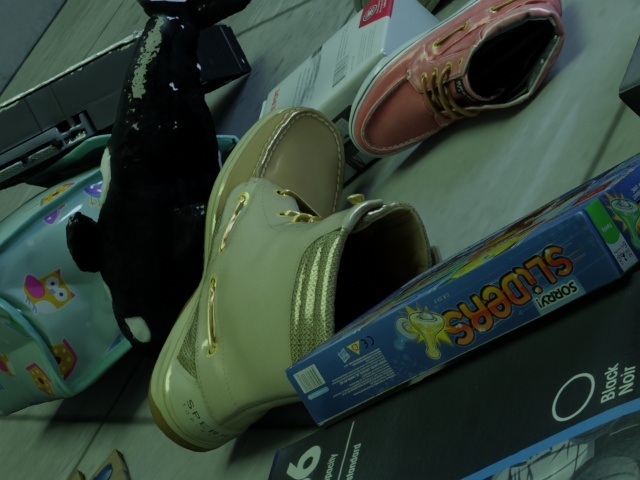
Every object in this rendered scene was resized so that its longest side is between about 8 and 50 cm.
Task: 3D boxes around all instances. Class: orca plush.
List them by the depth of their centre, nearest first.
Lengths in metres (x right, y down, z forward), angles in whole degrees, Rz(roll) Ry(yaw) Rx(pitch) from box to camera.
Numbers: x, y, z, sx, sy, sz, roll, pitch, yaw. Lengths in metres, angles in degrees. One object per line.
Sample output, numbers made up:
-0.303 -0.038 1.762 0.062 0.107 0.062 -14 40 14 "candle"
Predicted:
-0.088 -0.037 1.052 0.102 0.151 0.287 26 103 49 "orca plush"

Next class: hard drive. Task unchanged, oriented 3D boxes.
-0.201 -0.125 1.332 0.236 0.064 0.339 -26 6 10 "hard drive"

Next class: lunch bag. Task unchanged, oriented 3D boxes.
-0.192 0.008 1.227 0.262 0.160 0.223 -46 12 -26 "lunch bag"

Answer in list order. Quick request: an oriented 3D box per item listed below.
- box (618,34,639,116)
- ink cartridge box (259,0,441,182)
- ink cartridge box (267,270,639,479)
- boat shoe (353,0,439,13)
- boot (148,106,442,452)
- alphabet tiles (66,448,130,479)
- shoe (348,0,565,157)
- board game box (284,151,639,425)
0.256 -0.110 0.516 0.247 0.142 0.163 -23 36 51 "box"
0.022 -0.108 1.098 0.150 0.063 0.109 -39 24 32 "ink cartridge box"
0.043 0.143 0.655 0.332 0.065 0.165 -34 27 40 "ink cartridge box"
0.111 -0.259 1.131 0.233 0.084 0.079 -38 22 42 "boat shoe"
0.000 0.000 0.922 0.203 0.095 0.262 -25 36 51 "boot"
-0.195 0.256 1.032 0.198 0.009 0.237 -51 21 1 "alphabet tiles"
0.087 -0.107 0.962 0.178 0.063 0.081 -38 19 21 "shoe"
0.091 0.017 0.715 0.201 0.035 0.136 -32 0 42 "board game box"
